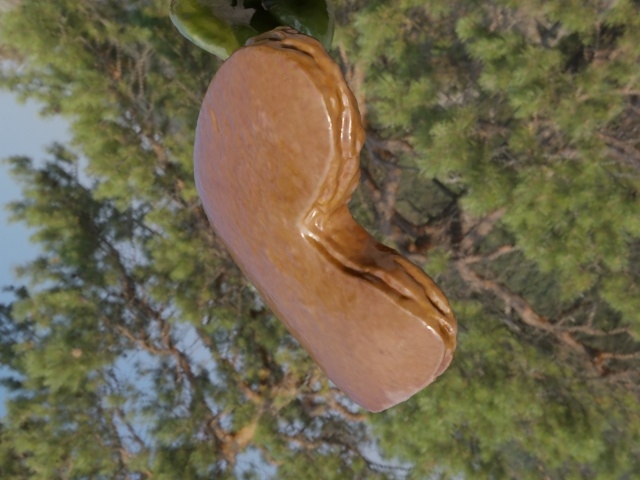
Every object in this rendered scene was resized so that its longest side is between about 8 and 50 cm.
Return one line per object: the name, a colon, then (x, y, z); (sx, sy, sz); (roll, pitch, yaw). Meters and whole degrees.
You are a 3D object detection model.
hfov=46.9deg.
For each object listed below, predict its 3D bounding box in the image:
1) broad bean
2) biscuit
broad bean: (-0.074, -0.236, 0.747); (0.072, 0.153, 0.207); (78, 166, -47)
biscuit: (0.000, 0.000, 0.385); (0.192, 0.036, 0.186); (51, 151, 7)
